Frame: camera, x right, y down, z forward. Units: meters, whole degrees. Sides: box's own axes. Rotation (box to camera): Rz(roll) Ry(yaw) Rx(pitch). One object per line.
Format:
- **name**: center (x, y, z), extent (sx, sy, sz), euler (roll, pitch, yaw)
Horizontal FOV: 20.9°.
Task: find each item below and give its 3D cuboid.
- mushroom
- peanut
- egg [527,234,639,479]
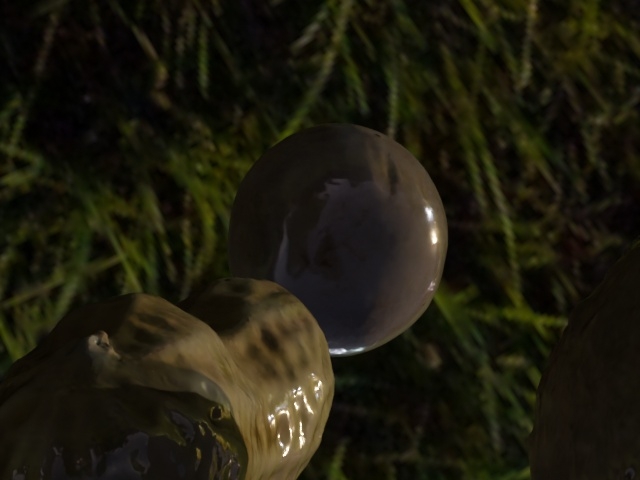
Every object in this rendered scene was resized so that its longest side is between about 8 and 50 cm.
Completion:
- **mushroom**: center (0.011, 0.010, 1.555), extent (0.206, 0.206, 0.209), euler (-18, 159, -19)
- **peanut**: center (-0.084, 0.098, 0.960), extent (0.140, 0.153, 0.325), euler (-9, -171, 22)
- **egg**: center (0.229, 0.107, 0.852), extent (0.279, 0.279, 0.310), euler (-30, 153, -1)
